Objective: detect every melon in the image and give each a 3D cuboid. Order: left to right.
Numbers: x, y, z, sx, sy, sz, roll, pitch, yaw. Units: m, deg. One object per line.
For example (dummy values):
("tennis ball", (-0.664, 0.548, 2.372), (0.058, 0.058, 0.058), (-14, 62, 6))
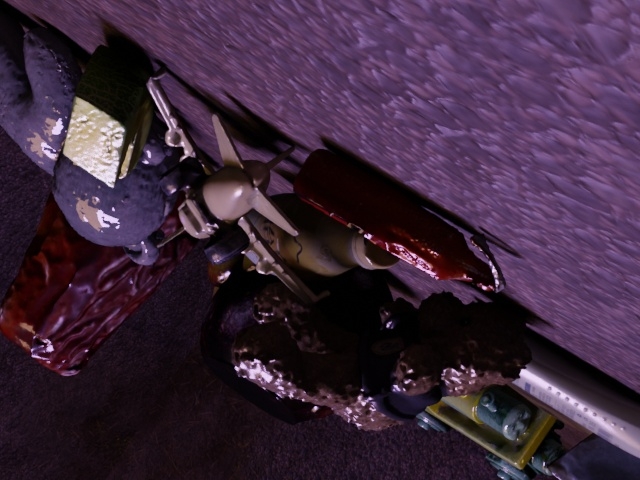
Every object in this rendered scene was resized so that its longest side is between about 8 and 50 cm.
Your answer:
("melon", (-0.184, -0.106, 0.911), (0.064, 0.118, 0.209), (20, -170, -9))

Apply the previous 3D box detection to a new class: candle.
("candle", (0.055, -0.014, 0.687), (0.162, 0.048, 0.053), (32, -150, 19))

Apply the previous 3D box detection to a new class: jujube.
("jujube", (-0.284, 0.007, 1.343), (0.216, 0.342, 0.216), (28, 177, 2))

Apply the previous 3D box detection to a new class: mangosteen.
("mangosteen", (-0.047, 0.098, 1.357), (0.287, 0.233, 0.287), (34, 170, 7))

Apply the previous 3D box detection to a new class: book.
("book", (0.283, 0.194, 1.377), (0.231, 0.026, 0.161), (36, 174, -29))

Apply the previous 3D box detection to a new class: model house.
("model house", (0.362, 0.276, 1.166), (0.165, 0.106, 0.152), (36, 176, 30))

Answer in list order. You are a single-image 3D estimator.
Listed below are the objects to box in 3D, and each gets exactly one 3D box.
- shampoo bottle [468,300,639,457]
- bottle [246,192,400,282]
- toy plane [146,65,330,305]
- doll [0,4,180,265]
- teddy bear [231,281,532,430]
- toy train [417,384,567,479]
("shampoo bottle", (0.220, 0.129, 0.967), (0.212, 0.049, 0.072), (31, 177, 21))
("bottle", (0.000, 0.000, 0.927), (0.083, 0.083, 0.269), (35, 171, -20))
("toy plane", (-0.086, -0.033, 0.882), (0.229, 0.092, 0.244), (55, 156, -4))
("doll", (-0.272, -0.145, 1.154), (0.340, 0.158, 0.246), (47, 149, 19))
("teddy bear", (0.055, 0.104, 0.905), (0.251, 0.129, 0.182), (0, -155, 3))
("toy train", (0.244, 0.263, 1.728), (0.369, 0.150, 0.237), (26, 166, 48))
